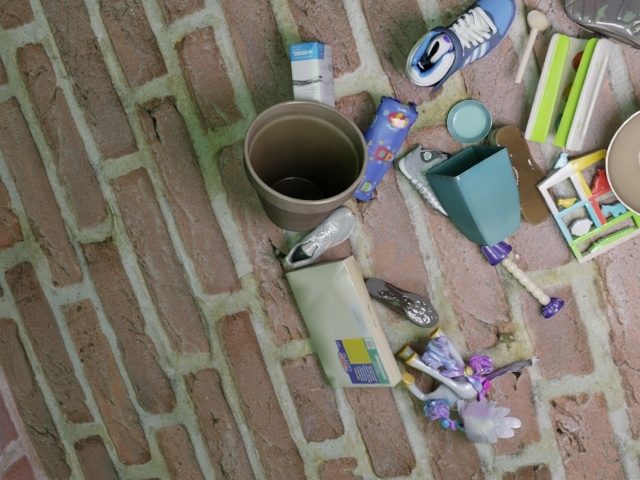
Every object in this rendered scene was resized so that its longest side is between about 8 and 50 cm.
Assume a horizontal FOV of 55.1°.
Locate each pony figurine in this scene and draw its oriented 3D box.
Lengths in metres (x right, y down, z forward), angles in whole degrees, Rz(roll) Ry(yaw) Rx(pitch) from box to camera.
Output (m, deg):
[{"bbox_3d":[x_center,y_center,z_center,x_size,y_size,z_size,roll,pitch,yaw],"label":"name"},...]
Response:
[{"bbox_3d":[0.419,0.426,1.776,0.363,0.303,0.351,43,143,0],"label":"pony figurine"}]

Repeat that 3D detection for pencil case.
[{"bbox_3d":[0.158,-0.267,1.742,0.119,0.133,0.306,19,113,-26],"label":"pencil case"}]

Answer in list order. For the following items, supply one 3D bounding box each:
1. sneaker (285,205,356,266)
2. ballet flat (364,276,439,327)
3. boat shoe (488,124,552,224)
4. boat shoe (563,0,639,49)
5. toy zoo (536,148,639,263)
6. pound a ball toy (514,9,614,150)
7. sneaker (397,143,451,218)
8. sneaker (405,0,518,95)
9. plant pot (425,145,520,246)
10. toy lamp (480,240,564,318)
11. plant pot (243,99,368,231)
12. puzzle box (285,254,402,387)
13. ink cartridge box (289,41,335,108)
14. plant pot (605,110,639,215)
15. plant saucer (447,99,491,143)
[{"bbox_3d":[0.000,0.000,1.855,0.262,0.121,0.099,-43,89,22],"label":"sneaker"},{"bbox_3d":[0.243,0.188,1.864,0.250,0.058,0.084,27,74,4],"label":"ballet flat"},{"bbox_3d":[0.542,-0.178,1.670,0.104,0.089,0.285,-24,99,-5],"label":"boat shoe"},{"bbox_3d":[0.765,-0.535,1.482,0.355,0.130,0.132,28,106,10],"label":"boat shoe"},{"bbox_3d":[0.704,-0.106,1.618,0.192,0.030,0.293,-29,102,11],"label":"toy zoo"},{"bbox_3d":[0.611,-0.410,1.577,0.208,0.136,0.319,23,111,38],"label":"pound a ball toy"},{"bbox_3d":[0.335,-0.178,1.728,0.228,0.086,0.132,47,109,3],"label":"sneaker"},{"bbox_3d":[0.357,-0.509,1.556,0.323,0.236,0.130,-36,91,22],"label":"sneaker"},{"bbox_3d":[0.427,-0.111,1.649,0.166,0.165,0.234,-30,107,-12],"label":"plant pot"},{"bbox_3d":[0.563,0.097,1.727,0.275,0.080,0.080,44,111,1],"label":"toy lamp"},{"bbox_3d":[-0.053,-0.167,1.672,0.323,0.323,0.280,31,151,8],"label":"plant pot"},{"bbox_3d":[0.066,0.259,1.877,0.272,0.052,0.409,-14,100,46],"label":"puzzle box"},{"bbox_3d":[-0.020,-0.449,1.737,0.086,0.148,0.203,0,103,16],"label":"ink cartridge box"},{"bbox_3d":[0.853,-0.199,1.493,0.284,0.191,0.284,6,105,25],"label":"plant pot"},{"bbox_3d":[0.413,-0.328,1.699,0.119,0.021,0.119,4,103,16],"label":"plant saucer"}]
